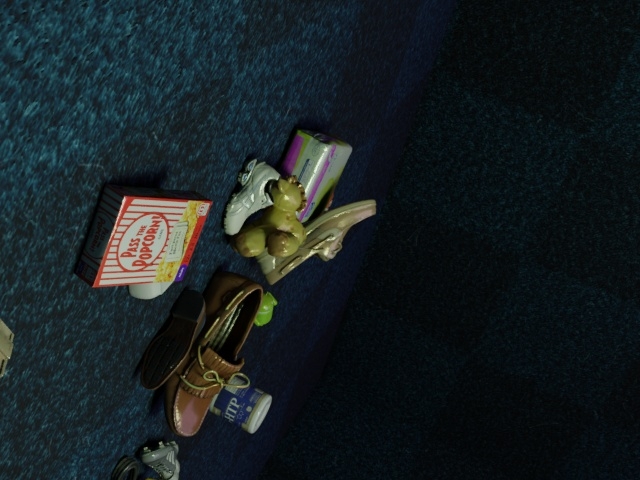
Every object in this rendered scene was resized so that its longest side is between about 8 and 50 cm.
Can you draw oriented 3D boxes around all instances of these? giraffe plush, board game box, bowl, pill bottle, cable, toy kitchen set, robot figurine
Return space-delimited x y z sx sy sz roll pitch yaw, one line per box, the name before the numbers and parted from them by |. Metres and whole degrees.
giraffe plush | -0.097 -0.061 1.718 0.181 0.210 0.170 -153 -118 -71
board game box | -0.265 -0.007 1.178 0.193 0.045 0.146 -2 118 -58
bowl | -0.273 0.029 1.341 0.142 0.053 0.142 -54 167 -41
pill bottle | -0.234 0.418 2.040 0.112 0.187 0.112 -60 168 -22
cable | -0.455 0.585 1.804 0.139 0.072 0.287 -42 149 -20
toy kitchen set | -0.425 0.129 0.928 0.083 0.075 0.068 -110 174 -59
robot figurine | -0.166 0.190 2.161 0.101 0.067 0.115 -48 161 -37

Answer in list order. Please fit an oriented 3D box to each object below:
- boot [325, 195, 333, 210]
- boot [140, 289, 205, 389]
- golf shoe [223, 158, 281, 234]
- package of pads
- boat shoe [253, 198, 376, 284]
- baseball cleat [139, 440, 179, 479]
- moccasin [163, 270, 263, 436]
boot | 0.009 -0.138 2.297 0.158 0.059 0.084 -59 168 -71
boot | -0.292 0.217 1.595 0.219 0.082 0.106 -62 167 -20
golf shoe | -0.143 -0.080 1.617 0.176 0.086 0.069 -66 171 18
package of pads | -0.028 -0.163 1.937 0.229 0.101 0.296 -65 170 10
boat shoe | 0.000 0.000 1.966 0.341 0.110 0.121 -27 177 -5
baseball cleat | -0.376 0.539 1.863 0.206 0.072 0.109 49 27 -78
moccasin | -0.231 0.260 1.723 0.139 0.147 0.380 35 80 -49
